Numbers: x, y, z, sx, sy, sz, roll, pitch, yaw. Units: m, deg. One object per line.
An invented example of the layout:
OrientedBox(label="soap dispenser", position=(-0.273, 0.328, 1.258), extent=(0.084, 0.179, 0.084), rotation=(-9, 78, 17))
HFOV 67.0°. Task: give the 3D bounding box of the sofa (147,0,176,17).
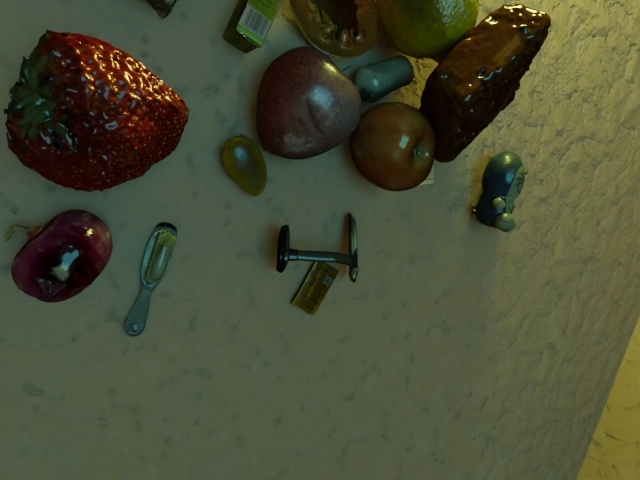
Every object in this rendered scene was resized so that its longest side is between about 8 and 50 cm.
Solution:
OrientedBox(label="sofa", position=(-0.394, -0.640, 1.033), extent=(0.225, 0.175, 0.210), rotation=(27, 86, -58))

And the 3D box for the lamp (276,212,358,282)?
OrientedBox(label="lamp", position=(0.005, -0.002, 1.347), extent=(0.283, 0.124, 0.203), rotation=(8, 70, -26))

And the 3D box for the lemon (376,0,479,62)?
OrientedBox(label="lemon", position=(0.279, -0.638, 1.285), extent=(0.268, 0.268, 0.322), rotation=(-36, 106, -17))

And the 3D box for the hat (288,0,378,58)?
OrientedBox(label="hat", position=(0.053, -0.647, 1.244), extent=(0.244, 0.233, 0.233), rotation=(16, 60, -7))

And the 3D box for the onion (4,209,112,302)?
OrientedBox(label="onion", position=(-0.546, 0.035, 1.033), extent=(0.207, 0.200, 0.201), rotation=(-23, 110, -28))

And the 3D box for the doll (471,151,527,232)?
OrientedBox(label="doll", position=(0.614, -0.165, 1.627), extent=(0.228, 0.153, 0.259), rotation=(0, 110, -61))

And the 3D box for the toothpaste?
OrientedBox(label="toothpaste", position=(-0.127, -0.616, 1.161), extent=(0.077, 0.110, 0.328), rotation=(25, 88, -28))

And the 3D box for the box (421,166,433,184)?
OrientedBox(label="box", position=(0.319, -0.206, 1.535), extent=(0.092, 0.015, 0.058), rotation=(-9, 106, -27))

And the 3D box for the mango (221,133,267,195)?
OrientedBox(label="mango", position=(-0.190, -0.189, 1.234), extent=(0.103, 0.076, 0.161), rotation=(-36, 118, -22))

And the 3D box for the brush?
OrientedBox(label="brush", position=(-0.411, 0.102, 1.181), extent=(0.068, 0.060, 0.297), rotation=(17, 91, -32))

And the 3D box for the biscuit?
OrientedBox(label="biscuit", position=(0.430, -0.429, 1.350), extent=(0.166, 0.395, 0.343), rotation=(42, 81, 14))

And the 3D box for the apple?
OrientedBox(label="apple", position=(0.208, -0.258, 1.346), extent=(0.253, 0.253, 0.254), rotation=(-6, 103, -27))

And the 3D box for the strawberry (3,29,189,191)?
OrientedBox(label="strawberry", position=(-0.446, -0.251, 1.008), extent=(0.351, 0.267, 0.312), rotation=(-3, 132, -57))

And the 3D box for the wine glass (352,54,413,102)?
OrientedBox(label="wine glass", position=(0.148, -0.441, 1.349), extent=(0.230, 0.103, 0.103), rotation=(-29, 112, -25))

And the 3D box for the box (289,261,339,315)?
OrientedBox(label="box", position=(-0.017, 0.136, 1.420), extent=(0.089, 0.022, 0.156), rotation=(31, 85, -30))

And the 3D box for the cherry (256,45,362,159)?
OrientedBox(label="cherry", position=(-0.038, -0.334, 1.209), extent=(0.307, 0.221, 0.261), rotation=(-44, 110, 8))
